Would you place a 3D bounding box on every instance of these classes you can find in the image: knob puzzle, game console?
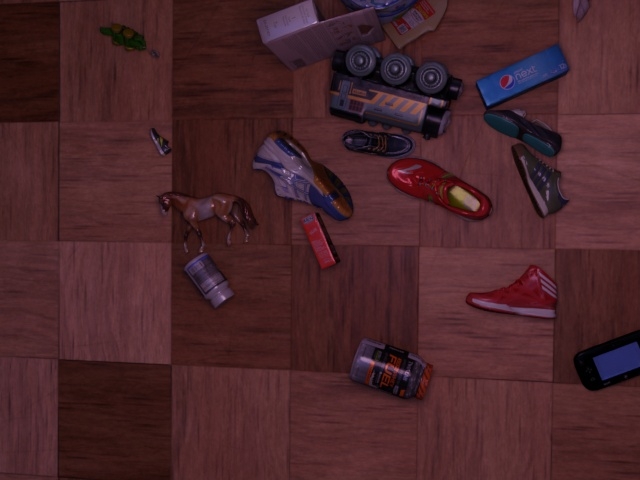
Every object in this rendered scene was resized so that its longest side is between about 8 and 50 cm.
[{"bbox_3d":[0.234,-0.590,1.854,0.213,0.030,0.213,-4,74,13],"label":"knob puzzle"},{"bbox_3d":[0.799,0.271,1.770,0.362,0.044,0.213,-23,87,10],"label":"game console"}]

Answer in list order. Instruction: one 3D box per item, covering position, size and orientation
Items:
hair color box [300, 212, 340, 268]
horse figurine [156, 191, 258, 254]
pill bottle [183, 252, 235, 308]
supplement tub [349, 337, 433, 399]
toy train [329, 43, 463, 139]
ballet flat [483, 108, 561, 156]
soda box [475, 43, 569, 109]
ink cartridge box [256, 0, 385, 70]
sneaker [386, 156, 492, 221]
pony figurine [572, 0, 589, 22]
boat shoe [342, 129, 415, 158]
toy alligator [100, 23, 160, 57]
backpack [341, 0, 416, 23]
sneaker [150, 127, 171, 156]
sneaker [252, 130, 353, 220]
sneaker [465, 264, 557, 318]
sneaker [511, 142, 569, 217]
[{"bbox_3d":[0.000,0.000,1.895,0.043,0.072,0.141,-25,87,11],"label":"hair color box"},{"bbox_3d":[-0.289,-0.062,1.950,0.264,0.066,0.174,-10,95,13],"label":"horse figurine"},{"bbox_3d":[-0.291,0.107,1.947,0.078,0.078,0.137,-38,85,9],"label":"pill bottle"},{"bbox_3d":[0.178,0.324,1.847,0.191,0.117,0.116,17,94,9],"label":"supplement tub"},{"bbox_3d":[0.177,-0.369,1.830,0.334,0.142,0.190,16,106,8],"label":"toy train"},{"bbox_3d":[0.500,-0.276,1.806,0.203,0.074,0.074,32,97,14],"label":"ballet flat"},{"bbox_3d":[0.490,-0.396,1.799,0.210,0.067,0.071,-23,87,10],"label":"soda box"},{"bbox_3d":[0.011,-0.503,1.768,0.261,0.296,0.066,-17,88,10],"label":"ink cartridge box"},{"bbox_3d":[0.295,-0.134,1.814,0.279,0.118,0.107,23,95,9],"label":"sneaker"},{"bbox_3d":[0.621,-0.716,1.661,0.303,0.351,0.363,-43,65,5],"label":"pony figurine"},{"bbox_3d":[0.145,-0.243,1.857,0.184,0.083,0.065,4,92,10],"label":"boat shoe"},{"bbox_3d":[-0.502,-0.543,1.987,0.190,0.056,0.051,24,55,9],"label":"toy alligator"},{"bbox_3d":[0.175,-0.700,1.767,0.290,0.273,0.355,41,105,4],"label":"backpack"},{"bbox_3d":[-0.430,-0.268,1.991,0.035,0.031,0.083,-27,91,-4],"label":"sneaker"},{"bbox_3d":[-0.046,-0.144,1.898,0.296,0.112,0.131,46,116,8],"label":"sneaker"},{"bbox_3d":[0.473,0.118,1.817,0.221,0.087,0.127,9,84,-2],"label":"sneaker"},{"bbox_3d":[0.541,-0.158,1.802,0.086,0.064,0.192,-22,87,2],"label":"sneaker"}]
